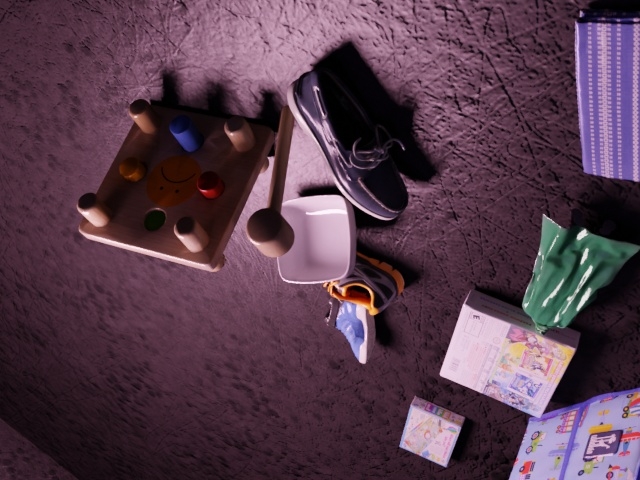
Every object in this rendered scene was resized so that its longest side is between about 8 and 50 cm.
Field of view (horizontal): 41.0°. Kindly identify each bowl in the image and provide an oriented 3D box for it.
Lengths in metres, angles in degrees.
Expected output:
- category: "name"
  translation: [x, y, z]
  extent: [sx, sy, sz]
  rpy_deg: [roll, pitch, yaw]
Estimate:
- category: "bowl"
  translation: [0.000, 0.000, 1.399]
  extent: [0.142, 0.053, 0.142]
  rpy_deg: [-5, 83, 32]

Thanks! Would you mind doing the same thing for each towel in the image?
- category: "towel"
  translation: [0.470, -0.160, 0.990]
  extent: [0.336, 0.040, 0.243]
  rpy_deg: [9, 136, 29]

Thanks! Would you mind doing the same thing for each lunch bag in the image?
- category: "lunch bag"
  translation: [0.445, 0.365, 1.367]
  extent: [0.138, 0.221, 0.293]
  rpy_deg: [39, 140, -5]

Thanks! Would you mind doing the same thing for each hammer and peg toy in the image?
- category: "hammer and peg toy"
  translation: [-0.176, -0.085, 1.337]
  extent: [0.362, 0.265, 0.127]
  rpy_deg: [12, 157, 23]

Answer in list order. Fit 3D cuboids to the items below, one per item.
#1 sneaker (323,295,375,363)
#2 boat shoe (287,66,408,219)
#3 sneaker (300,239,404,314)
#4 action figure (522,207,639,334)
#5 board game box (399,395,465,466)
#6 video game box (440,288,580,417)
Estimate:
- category: "sneaker"
  translation: [0.051, 0.154, 1.548]
  extent: [0.085, 0.058, 0.152]
  rpy_deg: [9, 130, 19]
- category: "boat shoe"
  translation: [0.055, -0.140, 1.239]
  extent: [0.079, 0.095, 0.254]
  rpy_deg: [-16, 111, 55]
- category: "sneaker"
  translation: [0.032, 0.055, 1.449]
  extent: [0.215, 0.083, 0.084]
  rpy_deg: [21, 140, 17]
- category: "action figure"
  translation: [0.356, 0.059, 1.251]
  extent: [0.137, 0.063, 0.232]
  rpy_deg: [23, 135, 10]
- category: "board game box"
  translation: [0.218, 0.378, 1.682]
  extent: [0.104, 0.026, 0.154]
  rpy_deg: [22, 138, 14]
- category: "video game box"
  translation: [0.310, 0.191, 1.423]
  extent: [0.187, 0.048, 0.205]
  rpy_deg: [24, 139, 14]
